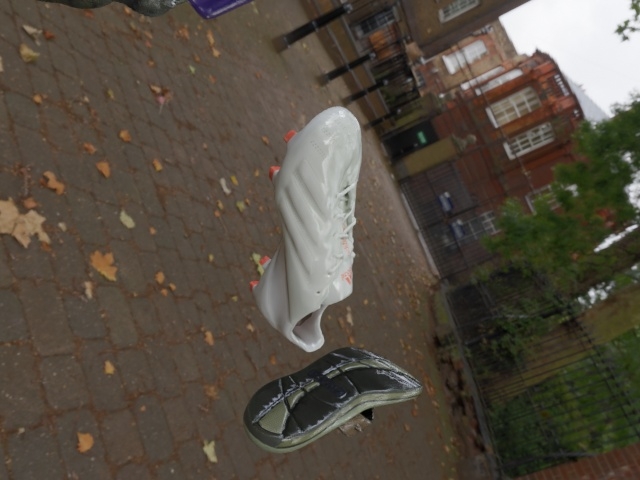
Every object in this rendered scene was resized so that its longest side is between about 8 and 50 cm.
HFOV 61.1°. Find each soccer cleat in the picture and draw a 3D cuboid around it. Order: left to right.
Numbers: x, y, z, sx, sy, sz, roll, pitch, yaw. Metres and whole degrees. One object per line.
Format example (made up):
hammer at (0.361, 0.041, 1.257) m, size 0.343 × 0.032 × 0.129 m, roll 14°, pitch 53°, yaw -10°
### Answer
soccer cleat at (0.000, 0.000, 0.382) m, size 0.076 × 0.068 × 0.196 m, roll 44°, pitch -42°, yaw 26°

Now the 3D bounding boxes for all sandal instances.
sandal at (0.018, 0.225, 0.755) m, size 0.303 × 0.086 × 0.120 m, roll -7°, pitch 29°, yaw -40°

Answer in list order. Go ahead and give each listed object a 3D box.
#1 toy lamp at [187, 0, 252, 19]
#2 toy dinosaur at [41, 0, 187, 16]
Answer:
toy lamp at (0.016, -0.247, 0.342) m, size 0.080 × 0.275 × 0.080 m, roll 50°, pitch 8°, yaw -10°
toy dinosaur at (-0.244, -0.252, 0.454) m, size 0.064 × 0.268 × 0.118 m, roll -98°, pitch -171°, yaw -66°
